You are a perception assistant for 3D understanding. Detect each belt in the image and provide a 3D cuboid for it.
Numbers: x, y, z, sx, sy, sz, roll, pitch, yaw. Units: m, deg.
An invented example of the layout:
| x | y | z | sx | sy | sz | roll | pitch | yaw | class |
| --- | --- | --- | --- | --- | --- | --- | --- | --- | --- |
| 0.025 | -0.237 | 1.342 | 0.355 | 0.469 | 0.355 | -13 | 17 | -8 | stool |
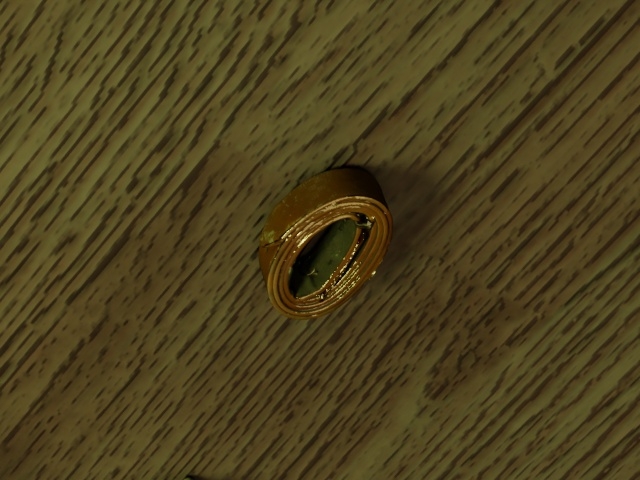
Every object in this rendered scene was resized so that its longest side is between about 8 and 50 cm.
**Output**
| x | y | z | sx | sy | sz | roll | pitch | yaw | class |
| --- | --- | --- | --- | --- | --- | --- | --- | --- | --- |
| 0.000 | 0.000 | 1.009 | 0.059 | 0.036 | 0.083 | 25 | 115 | -26 | belt |

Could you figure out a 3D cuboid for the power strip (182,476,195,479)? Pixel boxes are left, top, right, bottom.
| x | y | z | sx | sy | sz | roll | pitch | yaw | class |
| --- | --- | --- | --- | --- | --- | --- | --- | --- | --- |
| -0.157 | 0.227 | 1.128 | 0.215 | 0.061 | 0.145 | -15 | 137 | -6 | power strip |
